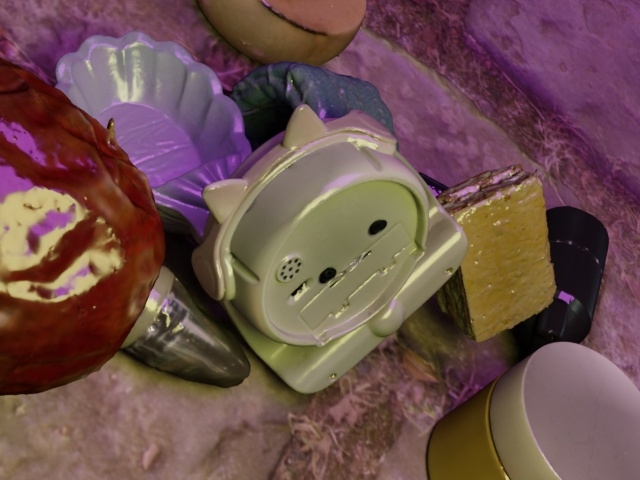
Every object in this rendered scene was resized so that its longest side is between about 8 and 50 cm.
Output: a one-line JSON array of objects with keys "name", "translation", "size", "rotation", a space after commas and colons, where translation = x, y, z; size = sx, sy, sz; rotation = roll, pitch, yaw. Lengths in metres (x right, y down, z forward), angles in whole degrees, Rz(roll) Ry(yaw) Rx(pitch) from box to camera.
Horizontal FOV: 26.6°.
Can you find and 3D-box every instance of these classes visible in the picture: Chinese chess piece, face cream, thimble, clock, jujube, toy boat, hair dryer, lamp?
[{"name": "Chinese chess piece", "translation": [-0.056, -0.347, 1.834], "size": [0.251, 0.097, 0.251], "rotation": [22, 48, -26]}, {"name": "face cream", "translation": [0.260, 0.253, 1.566], "size": [0.218, 0.179, 0.218], "rotation": [22, 47, -26]}, {"name": "thimble", "translation": [-0.025, -0.089, 1.567], "size": [0.143, 0.235, 0.198], "rotation": [7, 37, -43]}, {"name": "clock", "translation": [0.000, 0.000, 1.420], "size": [0.108, 0.265, 0.324], "rotation": [46, -4, 38]}, {"name": "jujube", "translation": [-0.315, -0.027, 1.119], "size": [0.377, 0.276, 0.276], "rotation": [25, 45, -5]}, {"name": "toy boat", "translation": [-0.181, -0.105, 1.516], "size": [0.199, 0.100, 0.290], "rotation": [-27, 66, -30]}, {"name": "hair dryer", "translation": [0.228, 0.027, 1.791], "size": [0.302, 0.116, 0.244], "rotation": [29, 43, -3]}, {"name": "lamp", "translation": [-0.173, 0.078, 1.409], "size": [0.250, 0.101, 0.101], "rotation": [37, 42, -17]}]

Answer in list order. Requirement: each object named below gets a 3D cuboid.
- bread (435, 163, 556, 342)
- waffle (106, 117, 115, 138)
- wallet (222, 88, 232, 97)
[{"name": "bread", "translation": [0.203, 0.008, 1.617], "size": [0.138, 0.196, 0.102], "rotation": [-27, 35, -18]}, {"name": "waffle", "translation": [-0.197, -0.045, 1.418], "size": [0.125, 0.191, 0.032], "rotation": [5, 35, -36]}, {"name": "wallet", "translation": [-0.027, -0.119, 1.725], "size": [0.243, 0.039, 0.133], "rotation": [11, 54, -33]}]
